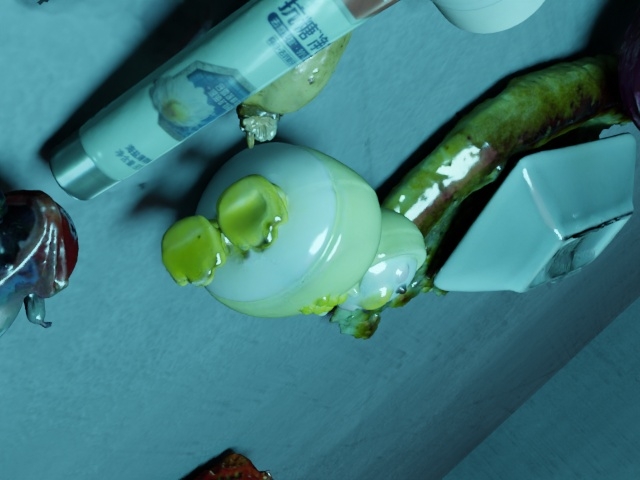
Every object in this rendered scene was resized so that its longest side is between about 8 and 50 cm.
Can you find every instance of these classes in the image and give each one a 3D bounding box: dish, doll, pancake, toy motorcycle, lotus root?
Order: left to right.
[{"bbox_3d":[-0.213,0.032,0.431,0.213,0.082,0.122,-42,158,28],"label":"toy motorcycle"},{"bbox_3d":[-0.017,-0.120,0.482,0.072,0.063,0.152,-21,145,-55],"label":"lotus root"},{"bbox_3d":[0.005,0.010,0.619,0.141,0.117,0.296,-38,148,21],"label":"doll"},{"bbox_3d":[0.181,-0.039,0.850,0.427,0.067,0.304,-26,144,-30],"label":"pancake"},{"bbox_3d":[0.255,-0.014,0.856,0.243,0.080,0.182,-15,145,-42],"label":"dish"}]

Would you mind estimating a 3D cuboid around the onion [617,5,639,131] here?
[{"bbox_3d":[0.397,-0.202,0.753,0.256,0.272,0.230,-35,165,-27],"label":"onion"}]

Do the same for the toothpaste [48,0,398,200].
[{"bbox_3d":[-0.047,-0.097,0.432,0.239,0.039,0.062,-31,150,14],"label":"toothpaste"}]

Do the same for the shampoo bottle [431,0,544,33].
[{"bbox_3d":[0.074,-0.196,0.457,0.092,0.092,0.303,-48,153,13],"label":"shampoo bottle"}]

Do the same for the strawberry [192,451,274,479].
[{"bbox_3d":[-0.123,0.361,0.965,0.184,0.187,0.201,34,74,-44],"label":"strawberry"}]
